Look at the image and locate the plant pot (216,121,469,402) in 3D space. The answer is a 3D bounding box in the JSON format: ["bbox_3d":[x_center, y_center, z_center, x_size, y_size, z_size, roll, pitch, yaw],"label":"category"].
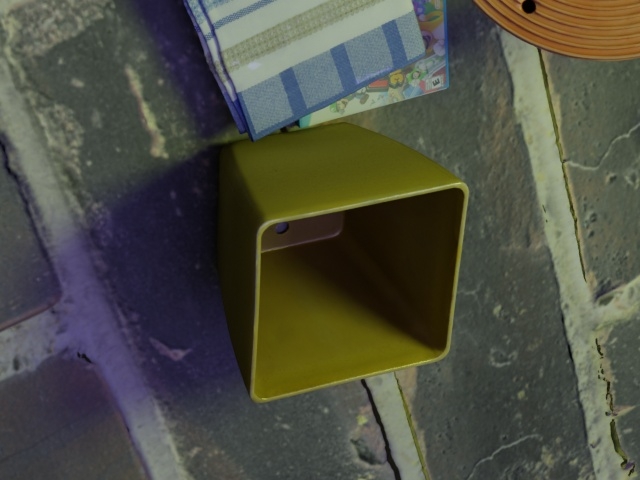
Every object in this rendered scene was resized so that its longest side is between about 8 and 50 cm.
[{"bbox_3d":[0.000,0.000,1.812,0.212,0.187,0.212,-11,128,-20],"label":"plant pot"}]

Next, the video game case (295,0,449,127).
[{"bbox_3d":[0.049,-0.185,1.843,0.166,0.015,0.119,-16,124,-18],"label":"video game case"}]

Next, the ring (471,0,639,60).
[{"bbox_3d":[0.266,-0.335,1.725,0.336,0.032,0.337,2,102,7],"label":"ring"}]

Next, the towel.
[{"bbox_3d":[-0.029,-0.245,1.723,0.209,0.034,0.285,-26,127,-6],"label":"towel"}]
